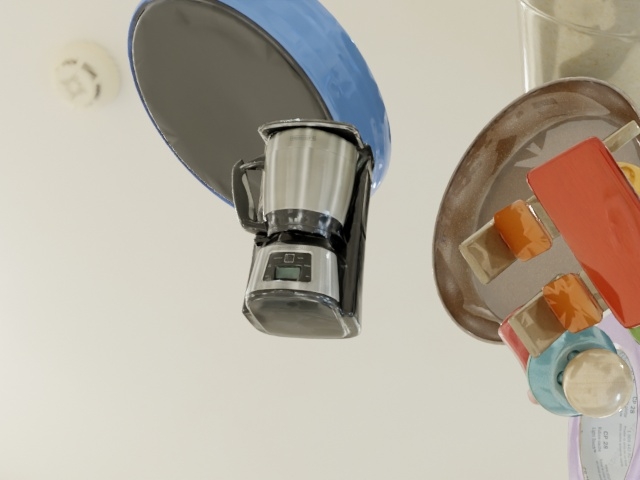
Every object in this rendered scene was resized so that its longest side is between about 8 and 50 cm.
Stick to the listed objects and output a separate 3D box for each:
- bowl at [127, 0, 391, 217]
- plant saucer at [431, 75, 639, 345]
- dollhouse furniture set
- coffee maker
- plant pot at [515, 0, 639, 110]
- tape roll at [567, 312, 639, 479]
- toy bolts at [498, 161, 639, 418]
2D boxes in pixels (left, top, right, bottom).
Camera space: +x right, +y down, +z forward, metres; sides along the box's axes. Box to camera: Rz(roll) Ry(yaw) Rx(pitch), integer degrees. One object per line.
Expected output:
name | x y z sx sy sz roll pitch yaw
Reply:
bowl | -0.090 -0.178 1.570 0.391 0.077 0.391 29 -36 24
plant saucer | 0.246 -0.028 1.345 0.050 0.311 0.310 23 -54 -34
dollhouse furniture set | 0.256 0.040 0.959 0.259 0.135 0.262 56 -39 0
coffee maker | 0.000 0.000 1.142 0.120 0.178 0.171 -8 -24 35
plant pot | 0.370 -0.232 1.486 0.333 0.334 0.306 2 -53 6
tape roll | 0.385 0.226 1.485 0.090 0.275 0.275 8 -56 -6
toy bolts | 0.275 0.059 1.103 0.228 0.158 0.218 -33 -77 -6
